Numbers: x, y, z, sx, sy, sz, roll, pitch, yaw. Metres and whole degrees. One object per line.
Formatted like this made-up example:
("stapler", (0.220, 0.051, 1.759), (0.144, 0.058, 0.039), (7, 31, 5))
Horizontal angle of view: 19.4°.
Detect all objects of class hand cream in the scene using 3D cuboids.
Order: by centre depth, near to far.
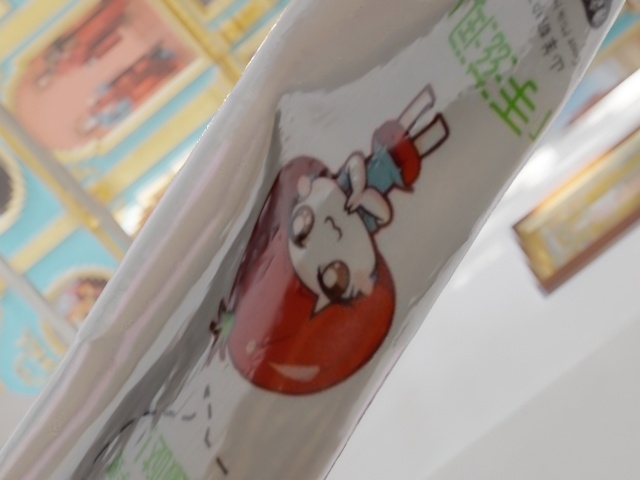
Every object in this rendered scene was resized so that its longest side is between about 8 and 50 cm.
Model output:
("hand cream", (0.000, 0.000, 0.496), (0.076, 0.336, 0.121), (15, 149, 31))
